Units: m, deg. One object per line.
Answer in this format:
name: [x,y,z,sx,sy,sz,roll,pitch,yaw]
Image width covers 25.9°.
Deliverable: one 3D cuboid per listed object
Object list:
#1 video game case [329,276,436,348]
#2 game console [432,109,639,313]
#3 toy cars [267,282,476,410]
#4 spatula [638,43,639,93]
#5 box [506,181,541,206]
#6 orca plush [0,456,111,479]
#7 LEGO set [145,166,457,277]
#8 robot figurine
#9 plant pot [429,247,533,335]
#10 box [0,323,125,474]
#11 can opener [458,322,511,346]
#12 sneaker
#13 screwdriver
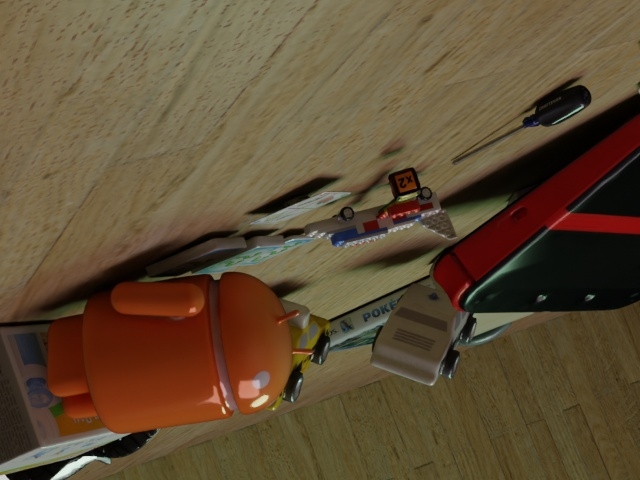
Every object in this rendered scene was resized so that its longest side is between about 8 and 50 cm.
video game case: [0.156,0.098,2.122,0.300,0.036,0.329,-26,170,23]
game console: [0.335,-0.031,1.469,0.387,0.060,0.342,1,144,-46]
toy cars: [0.040,0.098,1.601,0.394,0.176,0.087,-5,120,-31]
spatula: [0.340,-0.165,1.153,0.168,0.019,0.242,-18,170,15]
box: [0.369,-0.073,1.561,0.324,0.063,0.067,-20,170,-6]
orca plush: [-0.434,0.290,1.877,0.287,0.102,0.151,-28,128,-20]
LEGO set: [0.000,0.000,1.194,0.244,0.060,0.182,-22,171,26]
robot figurine: [-0.119,0.094,1.183,0.220,0.158,0.128,-9,-163,3]
plant pot: [0.206,0.048,1.781,0.109,0.109,0.096,-21,157,-3]
box: [-0.254,0.143,1.272,0.103,0.114,0.203,-25,171,21]
can opener: [0.342,0.085,2.309,0.280,0.093,0.074,-29,168,15]
sneaker: [-0.273,0.210,1.713,0.283,0.107,0.124,-24,-175,35]
screwdriver: [0.162,-0.095,1.165,0.024,0.025,0.170,-15,177,-37]
